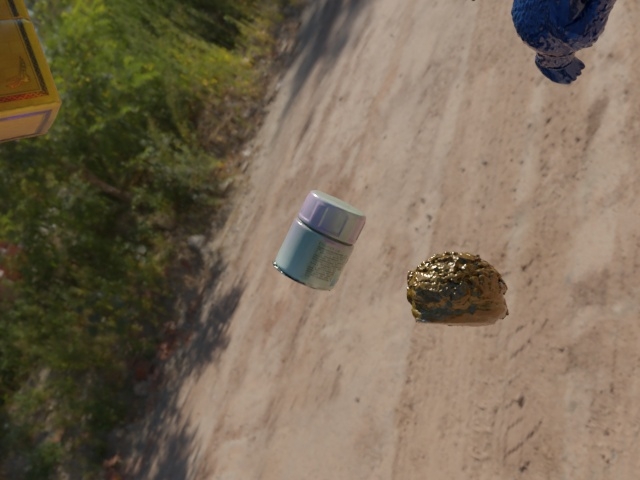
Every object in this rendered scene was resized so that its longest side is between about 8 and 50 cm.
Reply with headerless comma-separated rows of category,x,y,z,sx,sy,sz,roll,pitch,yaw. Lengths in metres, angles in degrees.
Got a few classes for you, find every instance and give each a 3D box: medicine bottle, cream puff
medicine bottle,0.000,0.000,1.511,0.168,0.135,0.135,-65,17,10
cream puff,0.207,0.074,1.171,0.150,0.165,0.115,2,84,25

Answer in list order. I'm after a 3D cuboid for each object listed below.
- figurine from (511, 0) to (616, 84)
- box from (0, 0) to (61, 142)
figurine,0.310,-0.318,0.989,0.262,0.121,0.164,75,-163,-57
box,-0.391,-0.230,0.716,0.084,0.193,0.301,-30,81,57
